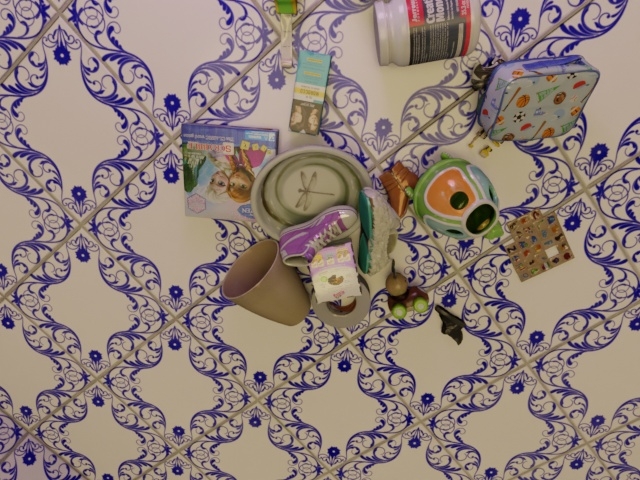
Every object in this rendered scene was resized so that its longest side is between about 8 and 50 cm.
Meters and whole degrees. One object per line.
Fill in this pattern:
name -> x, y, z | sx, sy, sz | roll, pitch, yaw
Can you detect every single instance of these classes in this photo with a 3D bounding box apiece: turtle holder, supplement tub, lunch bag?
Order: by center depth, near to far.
supplement tub -> 0.294, -0.604, 1.193 | 0.271, 0.191, 0.191 | -8, 110, 6
lunch bag -> 0.631, -0.416, 1.228 | 0.302, 0.115, 0.243 | -8, 138, -5
turtle holder -> 0.440, -0.097, 1.333 | 0.243, 0.227, 0.321 | -30, 130, -5

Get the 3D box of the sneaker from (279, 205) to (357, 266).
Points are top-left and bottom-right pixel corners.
sneaker -> 0.000, 0.001, 1.362 | 0.281, 0.161, 0.102 | -26, 128, 13

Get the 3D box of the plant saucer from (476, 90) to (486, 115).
plant saucer -> 0.557, -0.422, 1.333 | 0.119, 0.021, 0.120 | 1, 110, 3

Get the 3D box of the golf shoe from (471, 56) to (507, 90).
golf shoe -> 0.557, -0.511, 1.272 | 0.197, 0.077, 0.094 | -8, 102, 0

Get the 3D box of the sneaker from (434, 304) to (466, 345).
sneaker -> 0.483, 0.320, 1.600 | 0.170, 0.051, 0.089 | 32, 105, -12

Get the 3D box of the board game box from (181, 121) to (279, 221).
board game box -> -0.305, -0.227, 1.440 | 0.317, 0.066, 0.319 | 4, 111, 2

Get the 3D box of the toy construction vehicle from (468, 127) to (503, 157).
toy construction vehicle -> 0.541, -0.325, 1.368 | 0.085, 0.035, 0.098 | 30, 112, -19

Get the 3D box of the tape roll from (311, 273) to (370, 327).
tape roll -> 0.077, 0.214, 1.577 | 0.218, 0.072, 0.220 | 1, 111, 3

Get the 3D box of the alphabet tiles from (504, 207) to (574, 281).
alphabet tiles -> 0.758, 0.011, 1.489 | 0.198, 0.009, 0.237 | -28, 106, 14

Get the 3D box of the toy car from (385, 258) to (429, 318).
toy car -> 0.294, 0.160, 1.510 | 0.148, 0.155, 0.189 | -19, 96, 10

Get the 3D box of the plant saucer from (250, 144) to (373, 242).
plant saucer -> -0.028, -0.152, 1.394 | 0.399, 0.101, 0.401 | -3, 132, -4

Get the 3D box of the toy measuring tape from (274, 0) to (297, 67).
toy measuring tape -> -0.105, -0.685, 1.231 | 0.121, 0.121, 0.331 | 3, 111, 3

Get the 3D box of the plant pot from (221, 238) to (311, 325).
plant pot -> -0.165, 0.180, 1.508 | 0.256, 0.257, 0.274 | -33, 121, 15

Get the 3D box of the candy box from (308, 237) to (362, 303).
candy box -> 0.046, 0.105, 1.464 | 0.164, 0.070, 0.197 | -11, 104, 4

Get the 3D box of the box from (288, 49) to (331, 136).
box -> -0.035, -0.463, 1.336 | 0.100, 0.060, 0.245 | 10, 111, 0

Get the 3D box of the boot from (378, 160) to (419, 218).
boot -> 0.246, -0.158, 1.431 | 0.197, 0.073, 0.152 | -43, 101, 9

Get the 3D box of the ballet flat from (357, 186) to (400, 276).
ballet flat -> 0.192, -0.036, 1.385 | 0.146, 0.147, 0.409 | 1, 144, 4
